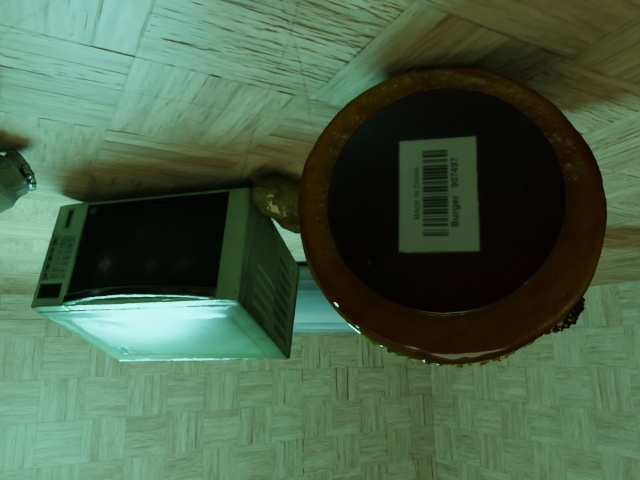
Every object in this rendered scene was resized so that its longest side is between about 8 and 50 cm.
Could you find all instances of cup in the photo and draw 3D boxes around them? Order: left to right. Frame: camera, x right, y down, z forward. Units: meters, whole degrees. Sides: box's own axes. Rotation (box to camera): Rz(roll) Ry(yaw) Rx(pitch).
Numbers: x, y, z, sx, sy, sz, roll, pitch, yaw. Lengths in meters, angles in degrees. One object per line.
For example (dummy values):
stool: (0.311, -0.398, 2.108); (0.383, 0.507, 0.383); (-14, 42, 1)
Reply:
cup: (0.028, 0.187, 1.837); (0.327, 0.237, 0.323); (0, -163, -4)

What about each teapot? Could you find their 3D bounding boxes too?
teapot: (-0.505, -0.062, 0.711); (0.107, 0.077, 0.200); (26, -138, 23)

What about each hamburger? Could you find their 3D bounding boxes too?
hamburger: (0.148, -0.013, 0.619); (0.330, 0.330, 0.250); (-4, 169, 14)

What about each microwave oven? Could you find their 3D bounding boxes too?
microwave oven: (-0.275, 0.069, 1.017); (0.394, 0.247, 0.333); (-4, 148, 14)

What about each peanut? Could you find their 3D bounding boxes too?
peanut: (-0.059, -0.065, 0.934); (0.089, 0.089, 0.193); (-5, 163, 18)

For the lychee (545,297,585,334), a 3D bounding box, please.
lychee: (0.572, 0.130, 1.442); (0.275, 0.276, 0.304); (8, -166, -36)
